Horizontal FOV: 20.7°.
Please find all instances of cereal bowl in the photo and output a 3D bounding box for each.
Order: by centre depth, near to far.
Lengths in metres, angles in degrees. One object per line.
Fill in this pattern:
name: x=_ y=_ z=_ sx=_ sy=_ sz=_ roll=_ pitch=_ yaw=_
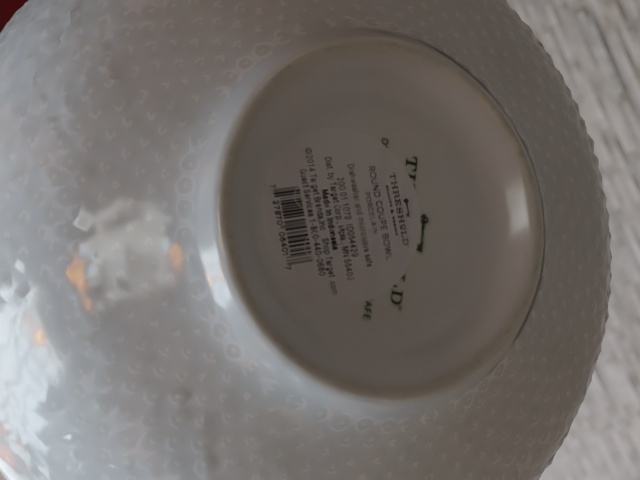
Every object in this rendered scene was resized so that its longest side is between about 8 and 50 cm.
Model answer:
cereal bowl: x=0.000 y=0.000 z=0.803 sx=0.141 sy=0.339 sz=0.339 roll=-15 pitch=100 yaw=63
